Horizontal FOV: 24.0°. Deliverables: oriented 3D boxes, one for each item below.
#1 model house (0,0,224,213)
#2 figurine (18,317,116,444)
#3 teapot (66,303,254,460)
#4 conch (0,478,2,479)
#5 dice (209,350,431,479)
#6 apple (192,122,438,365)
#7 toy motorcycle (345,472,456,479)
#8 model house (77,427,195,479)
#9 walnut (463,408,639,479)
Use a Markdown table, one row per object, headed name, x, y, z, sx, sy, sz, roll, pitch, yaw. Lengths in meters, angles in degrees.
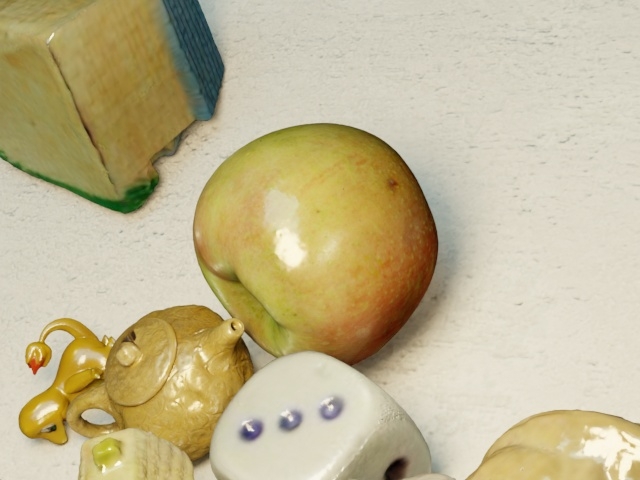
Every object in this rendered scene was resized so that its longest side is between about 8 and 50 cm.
| name | x | y | z | sx | sy | sz | roll | pitch | yaw |
| --- | --- | --- | --- | --- | --- | --- | --- | --- | --- |
| model house | -0.350 | -0.297 | 2.353 | 0.382 | 0.335 | 0.342 | 17 | 51 | 42 |
| figurine | -0.355 | 0.187 | 2.046 | 0.176 | 0.122 | 0.121 | -55 | 16 | -14 |
| teapot | -0.210 | 0.176 | 1.931 | 0.311 | 0.167 | 0.203 | -27 | 49 | 27 |
| conch | -0.459 | 0.377 | 1.976 | 0.170 | 0.079 | 0.106 | -30 | 37 | 22 |
| dice | 0.001 | 0.258 | 1.759 | 0.192 | 0.194 | 0.193 | -46 | 46 | -17 |
| apple | 0.000 | 0.000 | 1.903 | 0.277 | 0.319 | 0.319 | -39 | 45 | -20 |
| toy motorcycle | 0.073 | 0.367 | 1.624 | 0.341 | 0.223 | 0.108 | -48 | 12 | -18 |
| model house | -0.222 | 0.352 | 1.760 | 0.174 | 0.234 | 0.193 | -16 | 45 | 13 |
| walnut | 0.282 | 0.333 | 1.468 | 0.381 | 0.381 | 0.381 | -14 | 47 | 16 |
